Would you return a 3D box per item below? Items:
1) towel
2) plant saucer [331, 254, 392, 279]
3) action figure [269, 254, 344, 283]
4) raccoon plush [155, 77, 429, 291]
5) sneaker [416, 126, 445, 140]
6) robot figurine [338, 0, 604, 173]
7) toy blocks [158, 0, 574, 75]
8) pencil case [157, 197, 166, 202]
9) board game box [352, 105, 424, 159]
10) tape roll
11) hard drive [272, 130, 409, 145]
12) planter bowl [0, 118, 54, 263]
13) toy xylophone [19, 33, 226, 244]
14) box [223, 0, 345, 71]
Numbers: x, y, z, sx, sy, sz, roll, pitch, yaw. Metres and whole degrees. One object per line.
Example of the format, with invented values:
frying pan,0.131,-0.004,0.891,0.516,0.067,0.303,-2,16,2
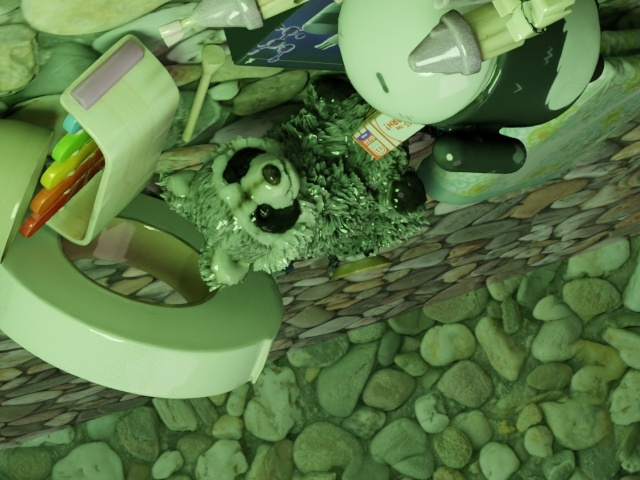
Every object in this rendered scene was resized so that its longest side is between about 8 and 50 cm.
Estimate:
towel,0.342,-0.182,1.815,0.320,0.090,0.374,-41,165,35
plant saucer,0.052,0.033,1.688,0.083,0.015,0.083,-16,176,-1
action figure,0.000,0.000,2.023,0.285,0.099,0.185,-19,157,-14
raccoon plush,-0.035,-0.003,1.684,0.299,0.216,0.446,-28,150,-13
sneaker,0.157,-0.169,1.816,0.162,0.073,0.063,-15,165,-14
robot figurine,0.142,-0.188,1.196,0.278,0.209,0.173,-5,140,-44
toy blocks,-0.005,-0.232,0.943,0.260,0.309,0.288,-23,165,-5
pencil case,-0.243,-0.025,1.881,0.151,0.064,0.070,-26,179,26
board game box,0.128,-0.197,1.520,0.147,0.045,0.193,-34,-161,46
tape roll,-0.234,0.052,1.604,0.392,0.392,0.072,-2,124,-45
hard drive,-0.060,-0.076,1.948,0.233,0.047,0.353,-6,161,-38
planter bowl,-0.375,-0.067,1.434,0.109,0.162,0.162,21,155,-10
toy xylophone,-0.225,-0.116,1.474,0.236,0.081,0.323,-48,177,-36
box,0.048,-0.257,1.330,0.261,0.103,0.184,-4,162,-43
